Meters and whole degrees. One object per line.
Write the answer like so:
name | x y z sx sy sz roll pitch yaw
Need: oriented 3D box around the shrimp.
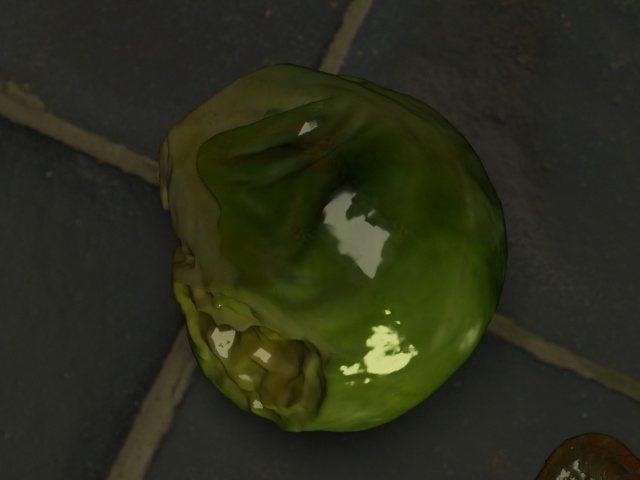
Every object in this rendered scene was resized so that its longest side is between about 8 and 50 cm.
shrimp | 0.260 0.254 1.666 0.124 0.034 0.178 -43 63 -3

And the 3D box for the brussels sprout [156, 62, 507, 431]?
brussels sprout | 0.000 0.000 1.642 0.344 0.268 0.344 -3 75 10
